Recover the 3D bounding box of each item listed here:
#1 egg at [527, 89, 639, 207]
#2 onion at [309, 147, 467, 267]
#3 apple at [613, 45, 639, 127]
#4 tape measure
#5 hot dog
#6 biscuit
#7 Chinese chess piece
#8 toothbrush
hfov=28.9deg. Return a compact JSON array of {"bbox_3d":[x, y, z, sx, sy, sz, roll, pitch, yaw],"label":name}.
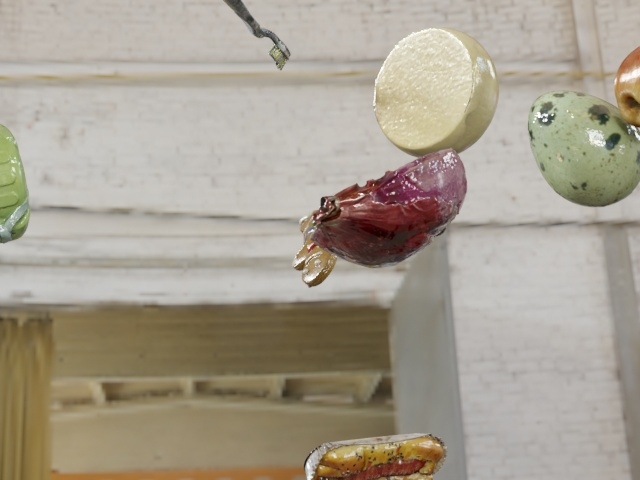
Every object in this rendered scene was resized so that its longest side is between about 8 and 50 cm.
[{"bbox_3d":[0.450,-0.161,2.121,0.177,0.228,0.177,-43,1,1],"label":"egg"},{"bbox_3d":[0.088,-0.026,1.730,0.227,0.120,0.283,-37,-12,36],"label":"onion"},{"bbox_3d":[0.546,-0.247,2.003,0.146,0.131,0.146,39,-16,14],"label":"apple"},{"bbox_3d":[-0.484,-0.082,1.802,0.106,0.175,0.200,-12,24,-22],"label":"tape measure"},{"bbox_3d":[0.069,0.288,1.577,0.191,0.059,0.108,-1,-49,-23],"label":"hot dog"},{"bbox_3d":[0.000,0.000,2.171,0.031,0.205,0.138,38,-54,-26],"label":"biscuit"},{"bbox_3d":[0.218,-0.275,2.336,0.250,0.251,0.097,-20,-22,37],"label":"Chinese chess piece"},{"bbox_3d":[-0.128,-0.398,2.238,0.035,0.042,0.413,31,-3,22],"label":"toothbrush"}]
